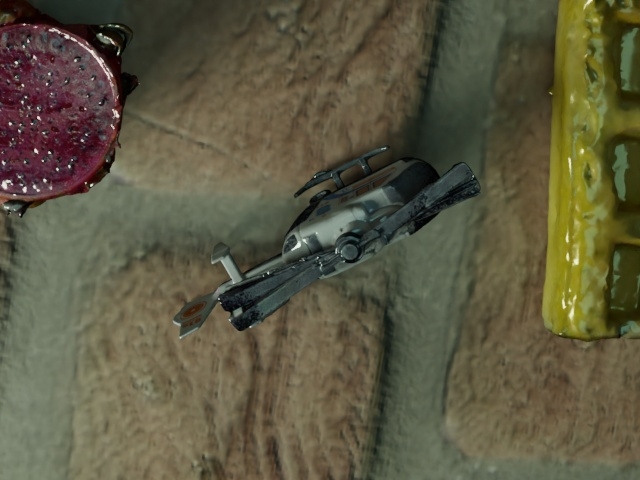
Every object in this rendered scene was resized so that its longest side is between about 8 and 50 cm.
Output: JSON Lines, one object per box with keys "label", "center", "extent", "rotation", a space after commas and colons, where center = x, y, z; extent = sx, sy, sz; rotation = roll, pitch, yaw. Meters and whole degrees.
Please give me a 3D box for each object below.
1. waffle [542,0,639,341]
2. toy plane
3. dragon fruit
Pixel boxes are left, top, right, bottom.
{"label": "waffle", "center": [0.260, -0.049, 1.133], "extent": [0.248, 0.055, 0.221], "rotation": [1, 99, -14]}
{"label": "toy plane", "center": [-0.001, 0.000, 1.064], "extent": [0.197, 0.078, 0.053], "rotation": [-27, 108, 6]}
{"label": "dragon fruit", "center": [-0.159, -0.077, 1.017], "extent": [0.112, 0.068, 0.126], "rotation": [17, 108, 0]}
